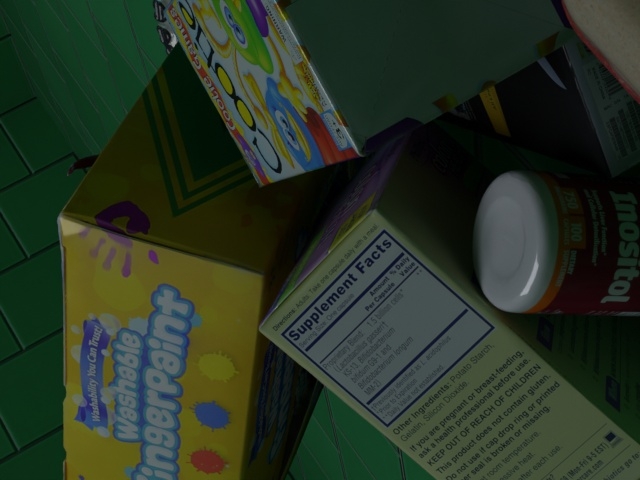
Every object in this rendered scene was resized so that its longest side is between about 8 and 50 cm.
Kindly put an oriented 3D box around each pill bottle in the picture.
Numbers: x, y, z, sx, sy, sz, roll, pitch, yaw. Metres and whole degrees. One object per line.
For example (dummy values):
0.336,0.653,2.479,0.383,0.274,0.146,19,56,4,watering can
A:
0.176,0.003,0.878,0.086,0.152,0.086,-178,90,-67,pill bottle

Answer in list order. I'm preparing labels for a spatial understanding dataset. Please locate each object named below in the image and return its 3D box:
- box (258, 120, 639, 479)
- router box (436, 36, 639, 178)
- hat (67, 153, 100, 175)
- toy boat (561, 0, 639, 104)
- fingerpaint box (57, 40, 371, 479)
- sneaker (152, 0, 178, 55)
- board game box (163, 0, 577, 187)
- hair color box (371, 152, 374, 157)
0.105,0.057,0.989,0.243,0.117,0.213,41,-156,-7,box
0.099,-0.207,0.899,0.308,0.081,0.243,66,166,-22,router box
-0.169,-0.132,1.693,0.208,0.184,0.172,66,-146,-85,hat
0.221,-0.087,0.640,0.231,0.151,0.151,55,-164,26,toy boat
-0.078,0.054,1.251,0.163,0.371,0.444,16,131,8,fingerpaint box
-0.114,-0.305,1.454,0.107,0.110,0.275,26,129,39,sneaker
0.015,-0.132,0.874,0.142,0.144,0.275,62,168,-6,board game box
0.000,0.000,1.647,0.185,0.114,0.374,55,166,23,hair color box
